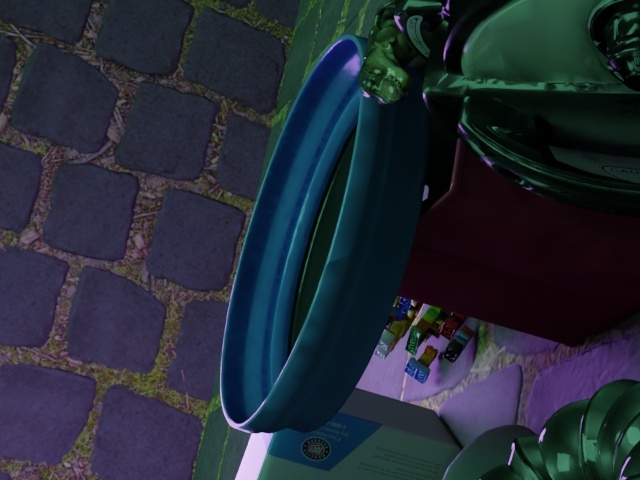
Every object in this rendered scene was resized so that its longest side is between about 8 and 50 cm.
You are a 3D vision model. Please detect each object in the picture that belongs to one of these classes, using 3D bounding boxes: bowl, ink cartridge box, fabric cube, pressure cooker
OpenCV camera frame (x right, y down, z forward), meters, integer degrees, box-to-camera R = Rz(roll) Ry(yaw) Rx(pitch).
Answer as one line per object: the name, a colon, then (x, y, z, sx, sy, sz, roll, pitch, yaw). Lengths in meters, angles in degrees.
bowl: (0.000, 0.000, 1.235, 0.391, 0.077, 0.391, -163, 90, -76)
ink cartridge box: (0.005, 0.338, 1.562, 0.129, 0.223, 0.308, -124, 53, -73)
fabric cube: (0.203, -0.075, 1.231, 0.259, 0.258, 0.254, 135, 148, -61)
pressure cooker: (0.269, -0.212, 0.902, 0.370, 0.375, 0.421, 147, 139, -64)

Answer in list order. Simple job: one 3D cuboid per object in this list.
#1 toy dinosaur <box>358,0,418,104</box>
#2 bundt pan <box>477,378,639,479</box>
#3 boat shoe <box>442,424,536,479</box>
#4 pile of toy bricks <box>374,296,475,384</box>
toy dinosaur: (0.085, -0.200, 1.101, 0.118, 0.064, 0.268, -57, 1, 26)
bundt pan: (0.196, 0.221, 0.906, 0.331, 0.124, 0.331, -42, 11, 10)
boat shoe: (0.153, 0.303, 1.279, 0.258, 0.095, 0.084, -54, -39, -30)
pile of toy bricks: (0.145, 0.091, 1.616, 0.105, 0.118, 0.212, -49, -15, -26)
